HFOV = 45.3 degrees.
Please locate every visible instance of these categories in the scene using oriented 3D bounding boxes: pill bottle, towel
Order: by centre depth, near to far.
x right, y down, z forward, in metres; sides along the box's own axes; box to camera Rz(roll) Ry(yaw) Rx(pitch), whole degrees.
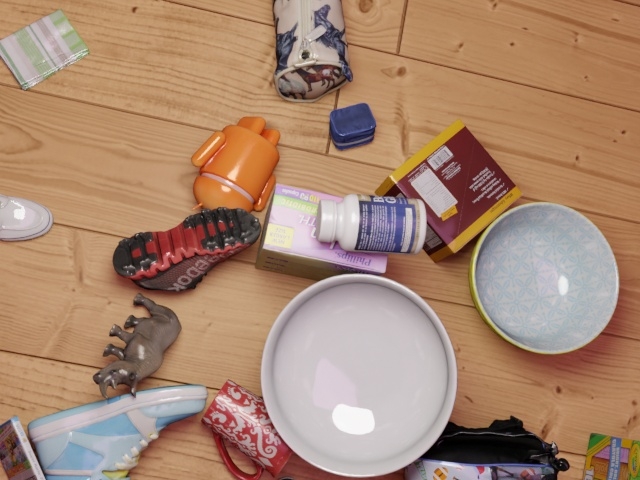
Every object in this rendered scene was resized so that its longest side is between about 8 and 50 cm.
[{"bbox_3d":[0.080,-0.027,1.250,0.169,0.094,0.094,4,80,-8],"label":"pill bottle"},{"bbox_3d":[-0.547,-0.378,1.504,0.152,0.023,0.113,-35,87,-13],"label":"towel"}]

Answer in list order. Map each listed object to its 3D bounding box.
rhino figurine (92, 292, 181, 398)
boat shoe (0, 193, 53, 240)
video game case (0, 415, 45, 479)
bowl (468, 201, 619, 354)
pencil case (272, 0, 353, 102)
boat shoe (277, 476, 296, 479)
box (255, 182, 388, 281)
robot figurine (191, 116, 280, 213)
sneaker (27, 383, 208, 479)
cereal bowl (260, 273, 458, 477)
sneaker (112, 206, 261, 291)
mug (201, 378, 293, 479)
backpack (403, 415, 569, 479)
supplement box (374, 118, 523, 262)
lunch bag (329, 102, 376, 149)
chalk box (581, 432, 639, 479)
[{"bbox_3d":[-0.325,0.193,1.357,0.106,0.073,0.243,20,34,1],"label":"rhino figurine"},{"bbox_3d":[-0.613,-0.047,1.408,0.226,0.076,0.083,5,80,-8],"label":"boat shoe"},{"bbox_3d":[-0.517,0.395,1.330,0.015,0.119,0.166,-21,83,-45],"label":"video game case"},{"bbox_3d":[0.410,0.079,1.498,0.289,0.156,0.290,1,81,-8],"label":"bowl"},{"bbox_3d":[-0.031,-0.493,1.521,0.159,0.183,0.411,-4,80,-9],"label":"pencil case"},{"bbox_3d":[-0.030,0.540,1.394,0.077,0.070,0.219,-25,85,-12],"label":"boat shoe"},{"bbox_3d":[0.000,0.000,1.407,0.213,0.243,0.117,12,79,-5],"label":"box"},{"bbox_3d":[-0.162,-0.132,1.464,0.128,0.158,0.220,23,77,13],"label":"robot figurine"},{"bbox_3d":[-0.337,0.377,1.353,0.318,0.127,0.208,-14,80,-1],"label":"sneaker"},{"bbox_3d":[0.070,0.227,1.340,0.338,0.141,0.339,0,88,8],"label":"cereal bowl"},{"bbox_3d":[-0.235,0.023,1.418,0.276,0.135,0.098,-18,55,2],"label":"sneaker"},{"bbox_3d":[-0.133,0.351,1.394,0.169,0.113,0.150,33,75,2],"label":"mug"},{"bbox_3d":[0.275,0.426,1.379,0.263,0.276,0.213,7,86,1],"label":"backpack"},{"bbox_3d":[0.251,-0.095,1.519,0.191,0.129,0.194,-39,88,-13],"label":"supplement box"},{"bbox_3d":[0.067,-0.229,1.549,0.098,0.065,0.067,-14,67,-10],"label":"lunch bag"},{"bbox_3d":[0.622,0.465,1.393,0.180,0.289,0.179,16,78,-6],"label":"chalk box"}]
